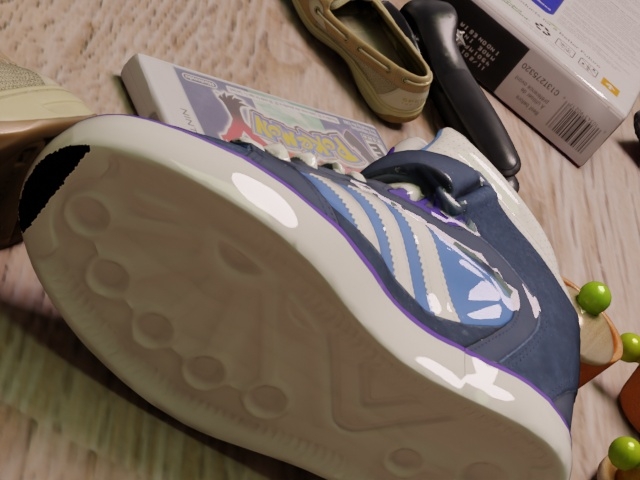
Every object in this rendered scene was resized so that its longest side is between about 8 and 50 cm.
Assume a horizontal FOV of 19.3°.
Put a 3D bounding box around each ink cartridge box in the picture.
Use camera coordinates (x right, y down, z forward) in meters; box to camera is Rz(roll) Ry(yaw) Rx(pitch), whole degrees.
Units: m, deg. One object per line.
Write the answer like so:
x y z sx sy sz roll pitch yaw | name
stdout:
0.207 -0.196 1.614 0.176 0.069 0.371 40 30 0 | ink cartridge box

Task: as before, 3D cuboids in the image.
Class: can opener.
0.096 -0.104 1.363 0.186 0.073 0.059 60 -6 27 | can opener

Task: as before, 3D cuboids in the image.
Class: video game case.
-0.010 -0.024 1.129 0.201 0.023 0.183 14 37 -41 | video game case

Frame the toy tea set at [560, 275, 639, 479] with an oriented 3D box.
0.261 0.110 1.161 0.336 0.124 0.200 21 33 -33 | toy tea set

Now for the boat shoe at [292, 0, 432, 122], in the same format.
0.029 -0.152 1.326 0.056 0.048 0.153 -14 60 -30 | boat shoe

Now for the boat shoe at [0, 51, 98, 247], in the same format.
-0.210 -0.048 0.828 0.098 0.109 0.302 42 21 15 | boat shoe

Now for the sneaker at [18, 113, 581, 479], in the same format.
0.001 0.000 0.984 0.323 0.130 0.236 34 30 -17 | sneaker

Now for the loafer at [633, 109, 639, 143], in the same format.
0.335 -0.103 1.624 0.078 0.076 0.223 54 33 10 | loafer
